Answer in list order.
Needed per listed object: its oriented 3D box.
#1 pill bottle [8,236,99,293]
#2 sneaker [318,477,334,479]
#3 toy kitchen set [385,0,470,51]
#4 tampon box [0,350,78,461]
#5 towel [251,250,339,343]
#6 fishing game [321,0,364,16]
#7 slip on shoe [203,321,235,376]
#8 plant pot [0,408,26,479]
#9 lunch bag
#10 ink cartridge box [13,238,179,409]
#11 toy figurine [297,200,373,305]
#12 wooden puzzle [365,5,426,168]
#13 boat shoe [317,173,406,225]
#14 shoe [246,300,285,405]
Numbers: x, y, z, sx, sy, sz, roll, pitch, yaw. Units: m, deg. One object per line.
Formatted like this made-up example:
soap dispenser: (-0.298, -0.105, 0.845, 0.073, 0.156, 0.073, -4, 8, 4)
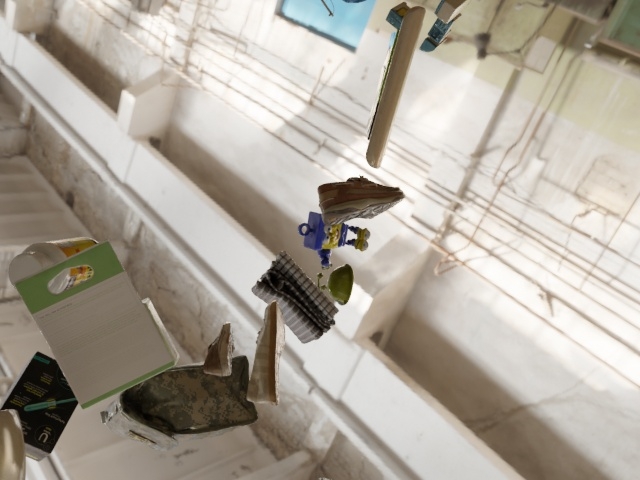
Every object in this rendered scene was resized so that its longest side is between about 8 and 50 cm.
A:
pill bottle: (-0.558, 0.057, 1.283, 0.117, 0.117, 0.215, 25, -171, 8)
sneaker: (0.032, 0.497, 1.023, 0.109, 0.130, 0.286, 16, 176, 1)
toy kitchen set: (0.272, -0.604, 1.575, 0.166, 0.207, 0.122, 42, -122, 5)
tampon box: (-0.546, 0.321, 1.160, 0.120, 0.101, 0.161, 34, -132, -18)
towel: (-0.076, 0.169, 1.644, 0.235, 0.121, 0.284, 47, 166, 1)
fishing game: (0.093, -0.759, 1.689, 0.189, 0.264, 0.041, 52, -152, -33)
slip on shoe: (-0.167, 0.179, 0.998, 0.041, 0.051, 0.135, -7, -154, -1)
plant pot: (-0.516, 0.371, 0.785, 0.284, 0.284, 0.191, -12, -107, -53)
lunch bag: (-0.311, 0.358, 1.291, 0.287, 0.235, 0.169, -3, -110, -28)
ink cartridge box: (-0.361, 0.135, 0.984, 0.171, 0.235, 0.056, -25, -173, -2)
toy figurine: (0.000, 0.000, 1.769, 0.217, 0.363, 0.191, 8, -173, -43)
wooden puzzle: (0.105, -0.233, 0.912, 0.044, 0.221, 0.239, 16, -164, 4)
boat shoe: (0.116, -0.126, 1.634, 0.324, 0.123, 0.116, -12, -104, -49)
shoe: (-0.106, 0.212, 1.161, 0.058, 0.076, 0.219, -6, -129, 8)
